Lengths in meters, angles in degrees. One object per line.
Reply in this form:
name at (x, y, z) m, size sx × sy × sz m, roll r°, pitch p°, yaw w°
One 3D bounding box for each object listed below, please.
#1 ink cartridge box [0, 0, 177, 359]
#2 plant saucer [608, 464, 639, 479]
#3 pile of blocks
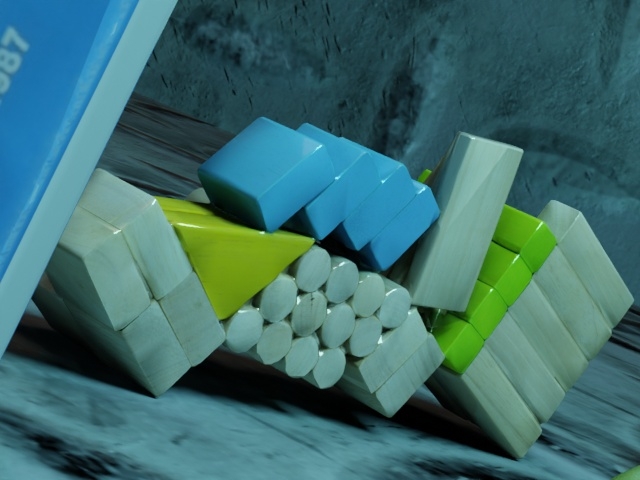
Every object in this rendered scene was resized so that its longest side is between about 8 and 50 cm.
ink cartridge box at (-0.218, -0.148, 0.488) m, size 0.395 × 0.285 × 0.166 m, roll 25°, pitch -12°, yaw -4°
plant saucer at (0.244, 0.156, 0.908) m, size 0.241 × 0.037 × 0.241 m, roll 22°, pitch 6°, yaw -2°
pile of blocks at (0.000, 0.000, 0.900) m, size 0.113 × 0.149 × 0.362 m, roll 27°, pitch 8°, yaw 42°
